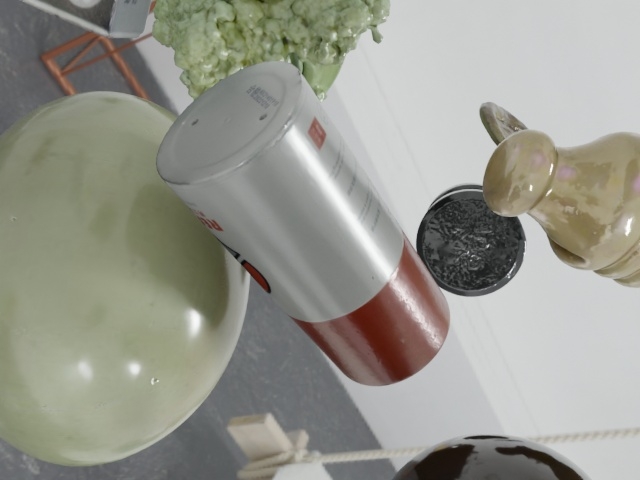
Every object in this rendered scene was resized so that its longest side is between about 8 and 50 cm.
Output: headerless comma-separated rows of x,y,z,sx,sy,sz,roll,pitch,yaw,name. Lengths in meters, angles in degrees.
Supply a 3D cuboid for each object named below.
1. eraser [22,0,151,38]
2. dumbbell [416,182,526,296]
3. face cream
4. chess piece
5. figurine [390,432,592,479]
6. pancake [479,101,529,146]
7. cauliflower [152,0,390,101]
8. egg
-0.081,-0.145,0.284,0.122,0.052,0.029,-67,170,20,eraser
0.227,-0.007,1.104,0.218,0.153,0.152,-33,108,-77,dumbbell
0.000,0.000,0.462,0.214,0.096,0.095,52,37,-38,face cream
0.279,-0.024,0.613,0.308,0.138,0.124,18,44,-18,chess piece
0.092,0.191,0.381,0.275,0.161,0.158,-17,99,-79,figurine
0.350,-0.139,1.236,0.250,0.031,0.250,37,32,-28,pancake
-0.068,-0.258,0.931,0.260,0.327,0.280,-13,106,-54,cauliflower
-0.160,0.024,0.533,0.219,0.219,0.269,34,60,-49,egg
